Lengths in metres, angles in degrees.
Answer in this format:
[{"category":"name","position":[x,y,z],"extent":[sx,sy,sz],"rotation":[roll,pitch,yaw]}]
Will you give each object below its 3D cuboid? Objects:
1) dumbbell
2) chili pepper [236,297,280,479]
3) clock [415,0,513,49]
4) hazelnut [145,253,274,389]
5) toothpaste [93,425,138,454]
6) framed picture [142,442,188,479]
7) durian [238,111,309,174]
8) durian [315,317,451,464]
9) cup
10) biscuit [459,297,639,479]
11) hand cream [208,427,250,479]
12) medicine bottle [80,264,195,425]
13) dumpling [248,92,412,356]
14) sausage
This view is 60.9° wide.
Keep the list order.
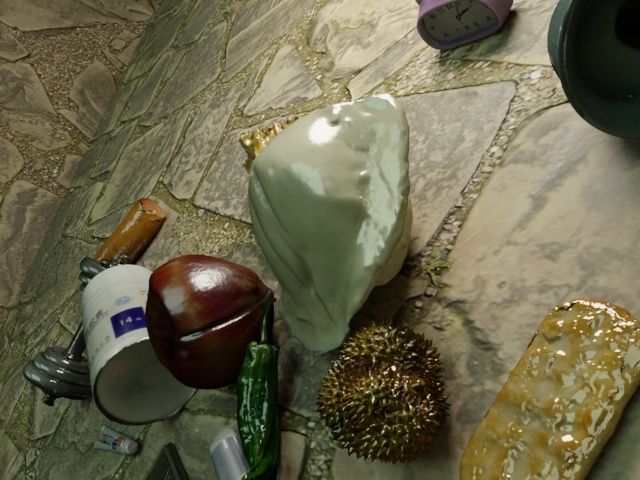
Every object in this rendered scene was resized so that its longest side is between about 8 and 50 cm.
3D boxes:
[{"category":"dumbbell","position":[-0.582,0.218,1.359],"extent":[0.179,0.179,0.406],"rotation":[14,76,55]},{"category":"chili pepper","position":[-0.090,0.231,0.782],"extent":[0.122,0.065,0.279],"rotation":[103,167,-53]},{"category":"clock","position":[0.214,-0.365,0.856],"extent":[0.152,0.110,0.050],"rotation":[-1,62,52]},{"category":"hazelnut","position":[-0.178,0.131,0.912],"extent":[0.229,0.229,0.230],"rotation":[-31,43,34]},{"category":"toothpaste","position":[-0.433,0.425,1.146],"extent":[0.218,0.033,0.052],"rotation":[-16,48,51]},{"category":"framed picture","position":[-0.303,0.534,0.902],"extent":[0.315,0.024,0.232],"rotation":[-59,34,1]},{"category":"durian","position":[-0.053,-0.174,1.068],"extent":[0.195,0.186,0.305],"rotation":[-33,27,-3]},{"category":"durian","position":[0.072,0.170,0.618],"extent":[0.168,0.137,0.158],"rotation":[-33,20,53]},{"category":"cup","position":[0.321,-0.223,0.579],"extent":[0.199,0.199,0.150],"rotation":[-47,17,17]},{"category":"biscuit","position":[0.216,0.166,0.519],"extent":[0.247,0.029,0.118],"rotation":[-59,34,-1]},{"category":"hand cream","position":[-0.097,0.366,0.745],"extent":[0.079,0.048,0.255],"rotation":[-53,35,6]},{"category":"medicine bottle","position":[-0.377,0.195,1.105],"extent":[0.190,0.190,0.332],"rotation":[-56,34,5]},{"category":"dumpling","position":[0.000,0.000,0.757],"extent":[0.395,0.233,0.316],"rotation":[138,142,-54]},{"category":"sausage","position":[-0.549,0.001,1.553],"extent":[0.270,0.109,0.109],"rotation":[-46,36,17]}]
